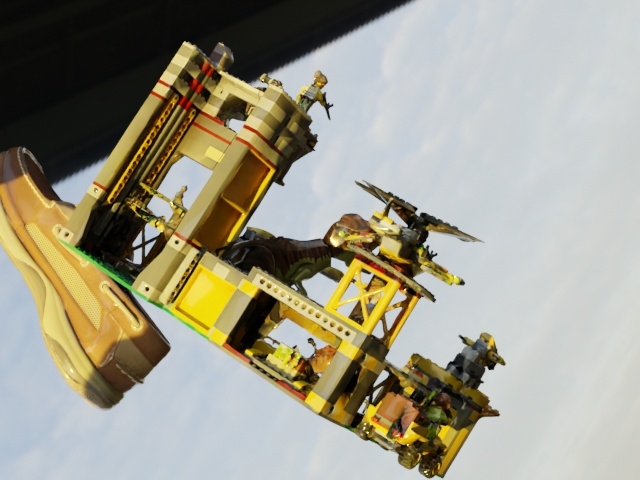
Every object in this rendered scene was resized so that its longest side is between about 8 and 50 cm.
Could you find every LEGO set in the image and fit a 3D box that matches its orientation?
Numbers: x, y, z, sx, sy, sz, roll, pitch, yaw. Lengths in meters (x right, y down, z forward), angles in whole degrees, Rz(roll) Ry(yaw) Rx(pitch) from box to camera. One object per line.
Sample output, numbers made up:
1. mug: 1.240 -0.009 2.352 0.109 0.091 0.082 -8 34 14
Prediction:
1. LEGO set: 0.000 0.000 0.797 0.192 0.331 0.255 -58 -40 -4

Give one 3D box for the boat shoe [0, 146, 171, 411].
1. boat shoe: -0.250 0.023 1.203 0.116 0.324 0.123 -32 -25 1
